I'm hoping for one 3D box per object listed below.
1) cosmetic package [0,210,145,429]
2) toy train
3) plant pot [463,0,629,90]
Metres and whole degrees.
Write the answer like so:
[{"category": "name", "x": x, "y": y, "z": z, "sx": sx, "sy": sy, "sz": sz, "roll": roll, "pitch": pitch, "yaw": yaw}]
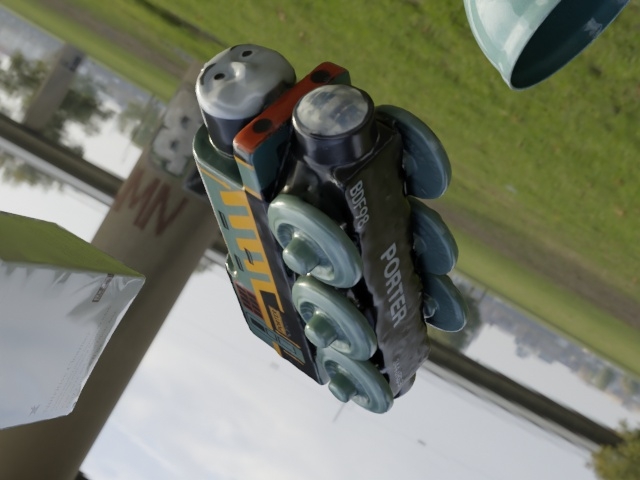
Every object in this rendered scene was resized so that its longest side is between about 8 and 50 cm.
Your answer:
[{"category": "cosmetic package", "x": -0.364, "y": 0.085, "z": 1.088, "sx": 0.156, "sy": 0.217, "sz": 0.385, "roll": 30, "pitch": -177, "yaw": 9}, {"category": "toy train", "x": 0.000, "y": 0.000, "z": 0.756, "sx": 0.190, "sy": 0.142, "sz": 0.334, "roll": 31, "pitch": 154, "yaw": 31}, {"category": "plant pot", "x": 0.322, "y": -0.394, "z": 1.465, "sx": 0.196, "sy": 0.293, "sz": 0.293, "roll": 49, "pitch": -173, "yaw": 17}]
